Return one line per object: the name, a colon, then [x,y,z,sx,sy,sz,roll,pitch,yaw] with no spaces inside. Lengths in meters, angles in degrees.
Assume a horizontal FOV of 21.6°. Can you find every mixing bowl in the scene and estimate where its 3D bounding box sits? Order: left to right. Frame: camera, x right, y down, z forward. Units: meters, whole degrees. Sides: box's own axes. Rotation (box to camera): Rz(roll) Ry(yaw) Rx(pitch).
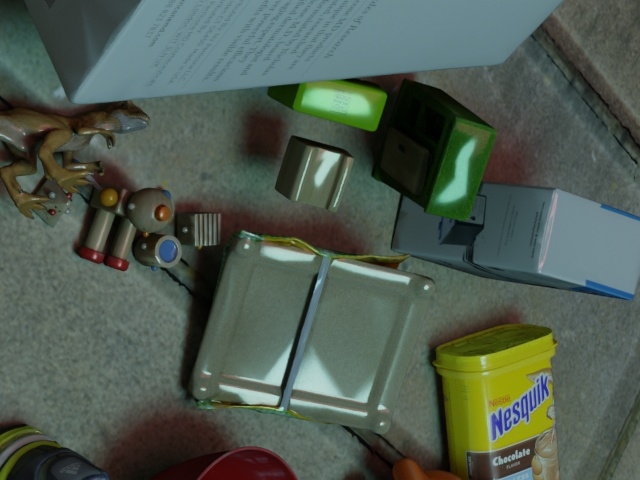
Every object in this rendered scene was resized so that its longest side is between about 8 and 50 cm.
mixing bowl: [-0.102,0.251,1.364,0.181,0.098,0.181,-7,99,-53]

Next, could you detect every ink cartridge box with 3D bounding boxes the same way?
ink cartridge box: [0.183,-0.005,1.545,0.139,0.190,0.082,16,84,-40]

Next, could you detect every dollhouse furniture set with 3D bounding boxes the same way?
dollhouse furniture set: [0.000,0.000,1.472,0.197,0.151,0.301,13,102,-20]

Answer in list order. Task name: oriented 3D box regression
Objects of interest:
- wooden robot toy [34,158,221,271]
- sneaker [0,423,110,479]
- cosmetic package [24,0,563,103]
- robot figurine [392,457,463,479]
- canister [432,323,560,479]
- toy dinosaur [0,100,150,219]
wooden robot toy: [-0.141,-0.012,1.336,0.173,0.079,0.076,18,81,-40]
sneaker: [-0.189,0.293,1.286,0.111,0.121,0.300,-24,108,-37]
cosmetic package: [-0.017,-0.257,1.314,0.453,0.161,0.230,-11,66,-41]
robot figurine: [0.113,0.301,1.550,0.219,0.128,0.158,53,58,-29]
canister: [0.176,0.178,1.630,0.126,0.073,0.170,-15,104,-39]
toy dinosaur: [-0.228,-0.081,1.281,0.211,0.064,0.112,6,52,-40]
